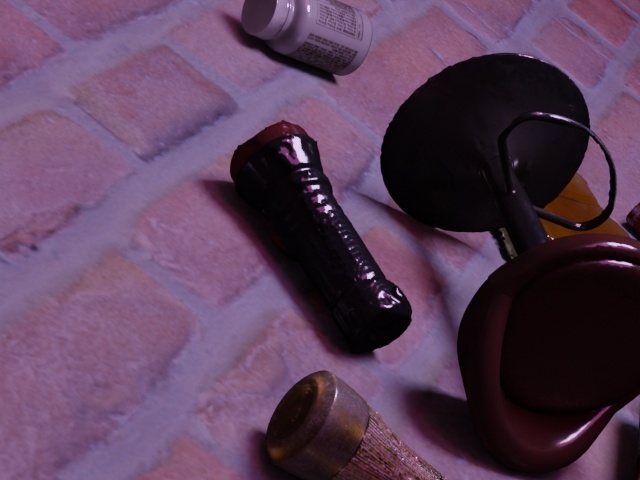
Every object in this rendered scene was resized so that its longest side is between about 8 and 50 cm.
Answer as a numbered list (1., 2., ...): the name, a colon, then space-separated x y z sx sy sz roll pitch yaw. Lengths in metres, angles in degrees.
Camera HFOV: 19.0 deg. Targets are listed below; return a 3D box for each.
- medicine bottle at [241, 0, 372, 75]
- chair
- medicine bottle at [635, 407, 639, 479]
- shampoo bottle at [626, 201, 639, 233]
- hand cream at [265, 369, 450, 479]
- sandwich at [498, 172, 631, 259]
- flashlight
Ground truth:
1. medicine bottle: -0.016 -0.239 2.133 0.140 0.079 0.079 16 33 -40
2. chair: 0.205 0.018 1.821 0.226 0.226 0.401 25 28 -28
3. medicine bottle: 0.387 0.190 1.851 0.157 0.157 0.288 36 24 -5
4. shampoo bottle: 0.490 0.042 2.360 0.260 0.064 0.102 46 26 15
5. hand cream: 0.055 0.183 1.508 0.203 0.084 0.084 34 24 -23
6. sandwich: 0.279 -0.016 2.174 0.212 0.063 0.245 23 30 -34
7. flashlight: 0.000 0.000 1.746 0.093 0.093 0.232 7 44 -49
